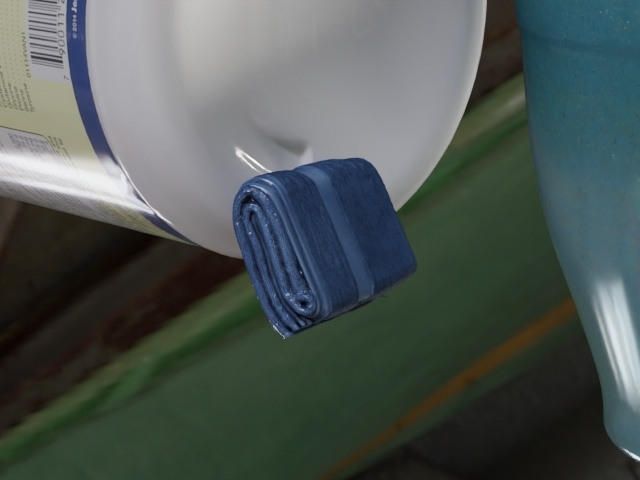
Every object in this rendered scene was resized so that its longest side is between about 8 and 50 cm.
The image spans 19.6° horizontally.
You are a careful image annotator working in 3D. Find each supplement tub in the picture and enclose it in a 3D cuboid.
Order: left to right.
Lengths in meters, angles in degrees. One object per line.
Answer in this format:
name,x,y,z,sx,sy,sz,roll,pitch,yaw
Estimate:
supplement tub,-0.104,-0.127,0.959,0.235,0.325,0.235,-12,-73,-42

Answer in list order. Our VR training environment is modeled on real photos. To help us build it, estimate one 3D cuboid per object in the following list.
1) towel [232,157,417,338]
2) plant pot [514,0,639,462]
towel,0.000,0.000,0.788,0.029,0.067,0.119,-22,-2,25
plant pot,0.221,-0.027,0.863,0.272,0.272,0.255,-9,-74,-27
